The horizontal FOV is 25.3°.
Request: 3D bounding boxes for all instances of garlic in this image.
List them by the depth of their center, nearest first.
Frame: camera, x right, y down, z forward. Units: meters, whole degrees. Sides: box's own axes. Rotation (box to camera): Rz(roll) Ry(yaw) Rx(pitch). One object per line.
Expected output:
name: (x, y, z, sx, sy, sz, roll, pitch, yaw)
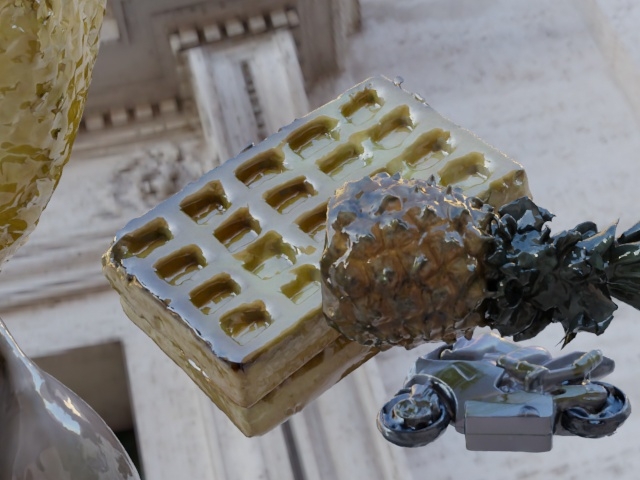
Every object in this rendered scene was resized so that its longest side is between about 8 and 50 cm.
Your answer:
garlic: (-0.228, 0.114, 0.901, 0.231, 0.246, 0.340, -1, -56, -9)

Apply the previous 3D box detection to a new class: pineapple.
pineapple: (0.127, 0.017, 0.977, 0.248, 0.128, 0.128, 3, -43, 8)

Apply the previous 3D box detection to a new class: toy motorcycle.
toy motorcycle: (0.161, 0.133, 1.298, 0.225, 0.152, 0.073, -4, -61, 2)

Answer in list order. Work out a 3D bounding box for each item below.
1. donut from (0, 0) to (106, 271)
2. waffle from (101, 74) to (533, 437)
donut: (-0.168, -0.059, 0.350, 0.253, 0.118, 0.253, -4, -38, -3)
waffle: (0.000, 0.000, 1.230, 0.328, 0.224, 0.098, -34, -39, -22)
